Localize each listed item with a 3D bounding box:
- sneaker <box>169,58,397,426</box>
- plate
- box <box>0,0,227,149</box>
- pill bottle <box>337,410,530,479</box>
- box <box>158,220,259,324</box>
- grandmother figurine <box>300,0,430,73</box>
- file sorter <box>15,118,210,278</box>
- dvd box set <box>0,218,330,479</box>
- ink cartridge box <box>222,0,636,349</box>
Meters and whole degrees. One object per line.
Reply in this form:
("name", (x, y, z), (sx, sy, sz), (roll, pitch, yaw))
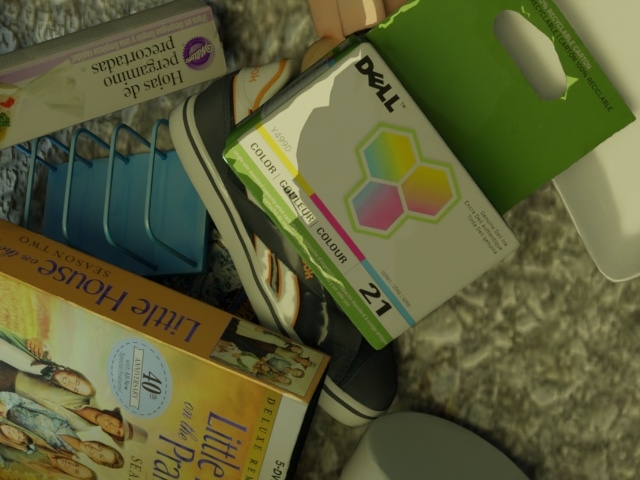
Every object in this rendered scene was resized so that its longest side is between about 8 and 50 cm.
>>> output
("sneaker", (0.000, 0.000, 0.987), (0.127, 0.126, 0.321), (-27, 95, 25))
("plate", (0.281, -0.143, 0.893), (0.278, 0.045, 0.277), (-28, 95, 24))
("box", (-0.238, -0.121, 0.960), (0.324, 0.067, 0.063), (-22, 117, -18))
("pill bottle", (0.038, 0.341, 1.023), (0.204, 0.204, 0.361), (31, 112, 9))
("box", (-0.105, 0.061, 1.087), (0.094, 0.027, 0.137), (43, 109, 4))
("grandmother figurine", (0.010, -0.313, 0.909), (0.207, 0.104, 0.343), (-13, 100, 17))
("file sorter", (-0.194, -0.034, 1.032), (0.170, 0.104, 0.118), (-4, 72, 20))
("dvd box set", (-0.220, 0.136, 1.032), (0.420, 0.062, 0.308), (23, 134, 6))
("ink cartridge box", (0.085, -0.077, 0.857), (0.255, 0.097, 0.189), (-37, 101, 9))
